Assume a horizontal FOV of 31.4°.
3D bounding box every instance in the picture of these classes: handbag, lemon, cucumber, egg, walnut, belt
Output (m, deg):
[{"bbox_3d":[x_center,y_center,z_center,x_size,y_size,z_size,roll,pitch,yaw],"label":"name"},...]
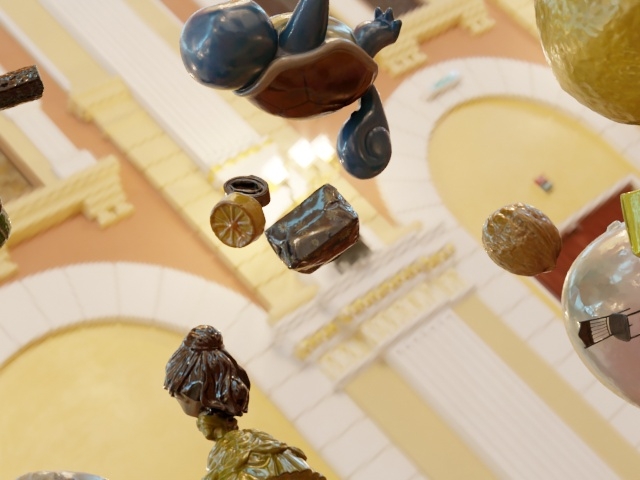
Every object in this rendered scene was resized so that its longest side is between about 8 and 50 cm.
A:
[{"bbox_3d":[0.000,0.000,1.497,0.115,0.072,0.139,-38,-23,-2],"label":"handbag"},{"bbox_3d":[0.354,-0.254,1.162,0.293,0.293,0.293,-39,-19,-16],"label":"lemon"},{"bbox_3d":[-0.503,-0.203,1.636,0.214,0.052,0.058,-16,-8,-7],"label":"cucumber"},{"bbox_3d":[0.551,0.111,1.816,0.339,0.355,0.355,9,-46,-23],"label":"egg"},{"bbox_3d":[0.292,0.001,1.644,0.105,0.124,0.105,-33,-28,-20],"label":"walnut"},{"bbox_3d":[-0.125,-0.083,1.964,0.036,0.083,0.059,80,-155,-45],"label":"belt"}]

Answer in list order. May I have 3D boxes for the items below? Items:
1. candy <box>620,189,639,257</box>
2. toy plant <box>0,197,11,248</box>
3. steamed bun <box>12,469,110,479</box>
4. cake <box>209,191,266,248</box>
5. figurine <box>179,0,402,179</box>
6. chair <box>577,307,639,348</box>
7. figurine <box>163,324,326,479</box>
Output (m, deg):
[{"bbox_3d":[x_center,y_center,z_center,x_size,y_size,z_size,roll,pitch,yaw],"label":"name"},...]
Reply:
[{"bbox_3d":[0.516,-0.040,1.356,0.276,0.088,0.146,-19,-21,29],"label":"candy"},{"bbox_3d":[-0.513,-0.037,1.686,0.092,0.093,0.162,-38,-27,-17],"label":"toy plant"},{"bbox_3d":[-0.365,0.515,1.669,0.309,0.219,0.324,25,-66,-40],"label":"steamed bun"},{"bbox_3d":[-0.122,-0.030,1.685,0.084,0.084,0.044,-57,-9,34],"label":"cake"},{"bbox_3d":[-0.031,-0.279,1.806,0.416,0.298,0.243,30,-109,-33],"label":"figurine"},{"bbox_3d":[0.369,0.109,1.425,0.086,0.037,0.042,-17,9,-20],"label":"chair"},{"bbox_3d":[-0.141,0.282,1.696,0.187,0.315,0.168,-19,-42,-19],"label":"figurine"}]
